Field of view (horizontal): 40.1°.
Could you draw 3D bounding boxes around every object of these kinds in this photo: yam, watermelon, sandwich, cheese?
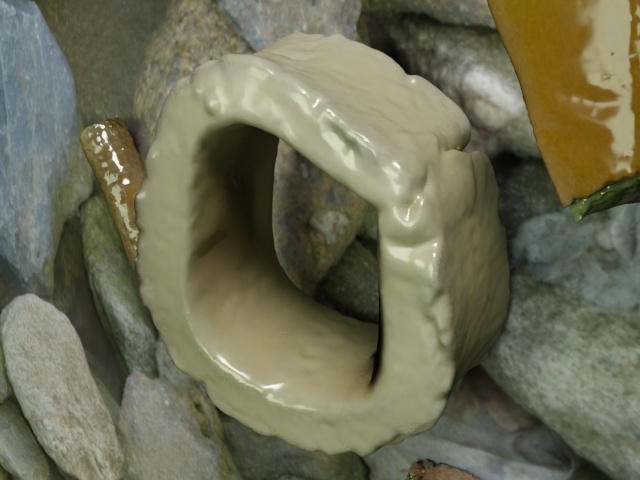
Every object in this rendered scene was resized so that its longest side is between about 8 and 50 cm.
[{"bbox_3d":[-0.201,-0.003,1.022,0.066,0.066,0.299,-30,82,42],"label":"yam"},{"bbox_3d":[0.120,0.254,0.795,0.155,0.101,0.080,5,93,31],"label":"watermelon"},{"bbox_3d":[0.250,-0.120,0.522,0.227,0.155,0.198,-19,90,43],"label":"sandwich"},{"bbox_3d":[0.004,-0.001,0.735,0.292,0.153,0.332,13,120,26],"label":"cheese"}]

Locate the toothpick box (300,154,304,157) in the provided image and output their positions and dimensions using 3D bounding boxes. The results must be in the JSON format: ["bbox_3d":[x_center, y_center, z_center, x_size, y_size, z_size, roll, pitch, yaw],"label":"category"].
[{"bbox_3d":[-0.003,-0.123,0.816,0.052,0.052,0.083,-6,98,43],"label":"toothpick box"}]
